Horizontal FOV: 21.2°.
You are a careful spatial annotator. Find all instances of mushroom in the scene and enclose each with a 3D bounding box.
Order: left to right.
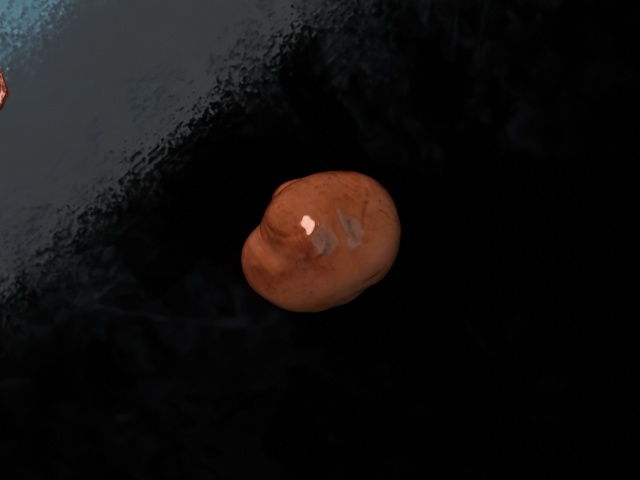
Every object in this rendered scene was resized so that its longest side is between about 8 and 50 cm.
[{"bbox_3d":[0.000,0.000,1.480,0.148,0.148,0.112,-12,69,-22],"label":"mushroom"}]

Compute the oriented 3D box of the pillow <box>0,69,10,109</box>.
[{"bbox_3d":[-0.333,-0.167,1.322,0.135,0.034,0.211,-30,116,-15],"label":"pillow"}]
